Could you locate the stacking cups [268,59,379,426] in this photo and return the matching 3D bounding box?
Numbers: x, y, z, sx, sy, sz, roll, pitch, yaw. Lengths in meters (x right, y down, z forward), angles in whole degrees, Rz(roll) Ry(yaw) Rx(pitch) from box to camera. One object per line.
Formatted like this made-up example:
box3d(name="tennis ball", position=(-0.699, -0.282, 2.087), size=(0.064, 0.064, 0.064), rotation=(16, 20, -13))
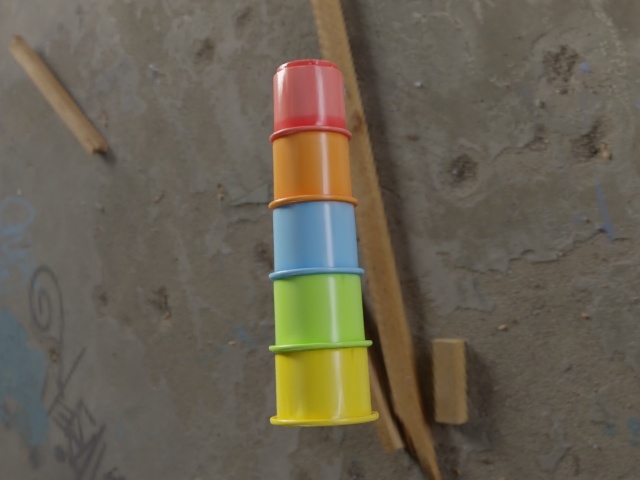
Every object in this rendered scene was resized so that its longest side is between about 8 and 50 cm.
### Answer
box3d(name="stacking cups", position=(0.000, 0.000, 0.784), size=(0.096, 0.096, 0.316), rotation=(-6, 83, 43))
